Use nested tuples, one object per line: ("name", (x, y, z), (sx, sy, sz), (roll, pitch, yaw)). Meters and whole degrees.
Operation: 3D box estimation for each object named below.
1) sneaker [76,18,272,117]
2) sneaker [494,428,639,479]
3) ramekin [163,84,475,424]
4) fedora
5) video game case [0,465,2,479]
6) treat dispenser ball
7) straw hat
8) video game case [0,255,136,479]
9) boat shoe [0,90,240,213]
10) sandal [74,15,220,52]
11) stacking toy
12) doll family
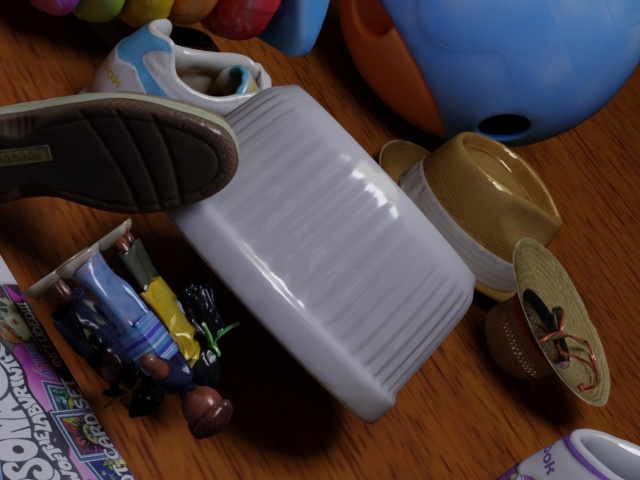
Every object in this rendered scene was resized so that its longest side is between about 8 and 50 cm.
("sneaker", (-0.053, -0.068, 1.037), (0.228, 0.092, 0.087), (27, 29, -31))
("sneaker", (0.217, 0.238, 0.890), (0.282, 0.161, 0.102), (46, 25, 3))
("ramekin", (0.000, 0.000, 0.906), (0.207, 0.109, 0.207), (47, 0, 0))
("fedora", (0.140, -0.031, 1.261), (0.194, 0.079, 0.194), (33, 29, -21))
("video game case", (-0.211, 0.077, 0.398), (0.244, 0.061, 0.269), (-7, 84, -23))
("treat dispenser ball", (0.157, -0.227, 1.341), (0.288, 0.288, 0.288), (33, 29, -20))
("straw hat", (0.163, 0.075, 1.161), (0.144, 0.061, 0.144), (41, 34, -36))
("video game case", (-0.183, 0.097, 0.673), (0.210, 0.042, 0.232), (-1, 50, -54))
("boat shoe", (-0.134, -0.058, 0.842), (0.190, 0.068, 0.072), (2, 22, 11))
("sandal", (-0.107, -0.141, 1.115), (0.180, 0.049, 0.072), (41, 27, -4))
("stacking toy", (-0.155, -0.207, 1.021), (0.302, 0.175, 0.166), (-12, 28, -25))
("doll family", (-0.093, 0.050, 0.784), (0.111, 0.076, 0.193), (56, 11, -5))
